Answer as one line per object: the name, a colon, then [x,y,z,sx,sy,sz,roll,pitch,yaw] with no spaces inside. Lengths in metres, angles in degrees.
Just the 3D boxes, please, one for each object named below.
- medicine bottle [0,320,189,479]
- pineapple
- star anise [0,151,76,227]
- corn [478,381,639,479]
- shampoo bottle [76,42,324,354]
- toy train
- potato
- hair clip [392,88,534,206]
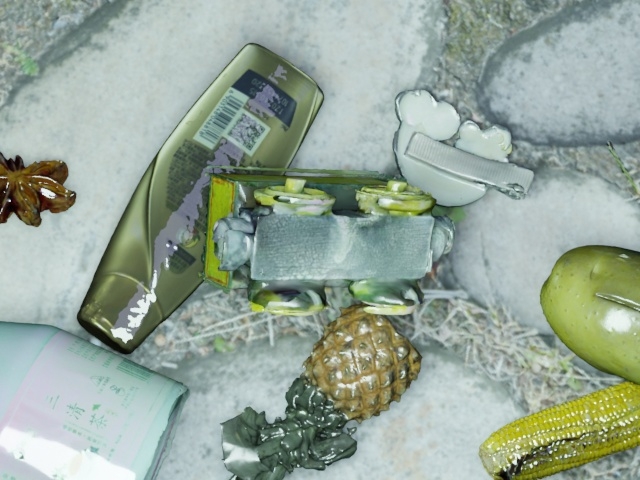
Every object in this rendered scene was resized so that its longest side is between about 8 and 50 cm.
medicine bottle: [-0.301,0.193,1.436,0.290,0.245,0.245,23,75,1]
pineapple: [-0.008,0.175,1.549,0.237,0.111,0.119,-47,56,-9]
star anise: [-0.350,-0.047,1.577,0.190,0.070,0.097,4,49,-5]
corn: [0.266,0.203,1.590,0.203,0.072,0.072,-17,79,-10]
shampoo bottle: [-0.130,-0.041,1.590,0.125,0.084,0.350,33,76,-3]
toy train: [0.000,0.000,1.514,0.260,0.177,0.134,0,98,-29]
potato: [0.353,0.080,1.578,0.248,0.169,0.143,17,99,3]
hair clip: [0.149,-0.090,1.656,0.172,0.049,0.116,21,71,1]
